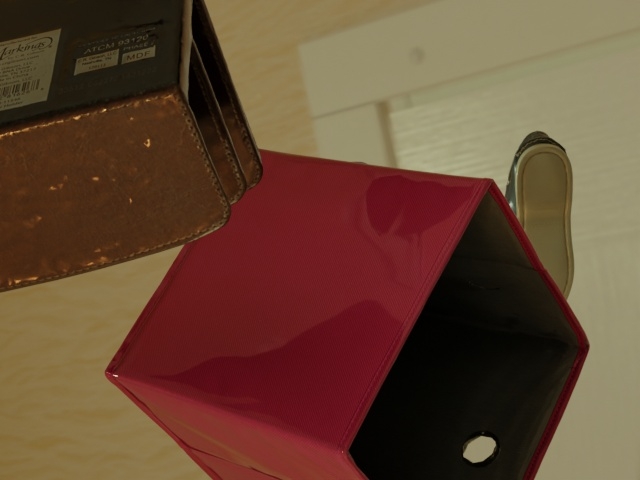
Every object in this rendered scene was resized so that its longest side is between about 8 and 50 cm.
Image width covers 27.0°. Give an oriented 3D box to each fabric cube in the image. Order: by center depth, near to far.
[{"bbox_3d":[0.032,0.104,1.129,0.259,0.258,0.254,52,-122,-42],"label":"fabric cube"}]

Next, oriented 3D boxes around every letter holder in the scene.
[{"bbox_3d":[-0.204,-0.035,0.910,0.152,0.302,0.214,-94,-11,-47],"label":"letter holder"}]

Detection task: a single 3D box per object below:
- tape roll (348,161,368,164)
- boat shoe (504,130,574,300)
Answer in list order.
[{"bbox_3d":[0.000,0.000,1.497,0.189,0.189,0.080,-7,-120,-55],"label":"tape roll"},{"bbox_3d":[0.258,-0.008,1.628,0.079,0.095,0.254,-87,-7,-67],"label":"boat shoe"}]
